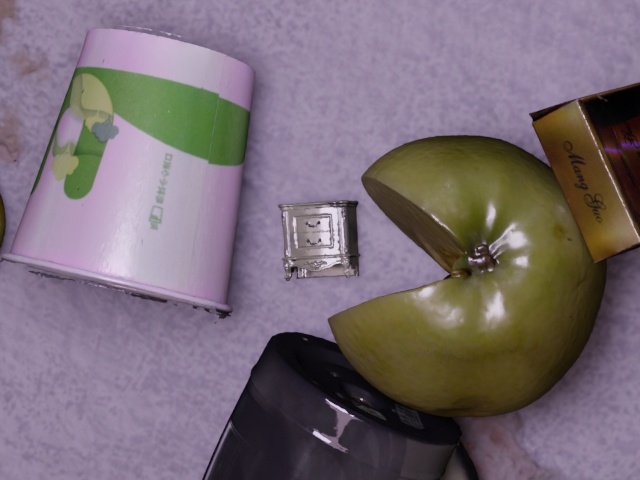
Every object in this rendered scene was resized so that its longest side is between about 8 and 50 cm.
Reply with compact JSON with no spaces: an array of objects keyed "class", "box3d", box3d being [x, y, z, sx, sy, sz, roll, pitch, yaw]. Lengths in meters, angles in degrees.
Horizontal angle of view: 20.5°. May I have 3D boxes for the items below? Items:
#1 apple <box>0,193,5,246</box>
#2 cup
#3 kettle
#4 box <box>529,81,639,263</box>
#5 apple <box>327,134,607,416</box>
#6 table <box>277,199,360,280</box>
[{"class":"apple","box3d":[-0.451,-0.021,1.974,0.196,0.157,0.196,1,93,21]},{"class":"cup","box3d":[-0.185,-0.072,1.880,0.253,0.253,0.274,13,86,13]},{"class":"kettle","box3d":[0.010,0.305,1.860,0.321,0.228,0.324,24,102,-19]},{"class":"box","box3d":[0.326,-0.082,1.756,0.071,0.240,0.159,-25,84,43]},{"class":"apple","box3d":[0.144,0.035,1.781,0.292,0.254,0.292,0,83,-4]},{"class":"table","box3d":[0.000,0.000,1.917,0.079,0.062,0.083,-3,90,14]}]
